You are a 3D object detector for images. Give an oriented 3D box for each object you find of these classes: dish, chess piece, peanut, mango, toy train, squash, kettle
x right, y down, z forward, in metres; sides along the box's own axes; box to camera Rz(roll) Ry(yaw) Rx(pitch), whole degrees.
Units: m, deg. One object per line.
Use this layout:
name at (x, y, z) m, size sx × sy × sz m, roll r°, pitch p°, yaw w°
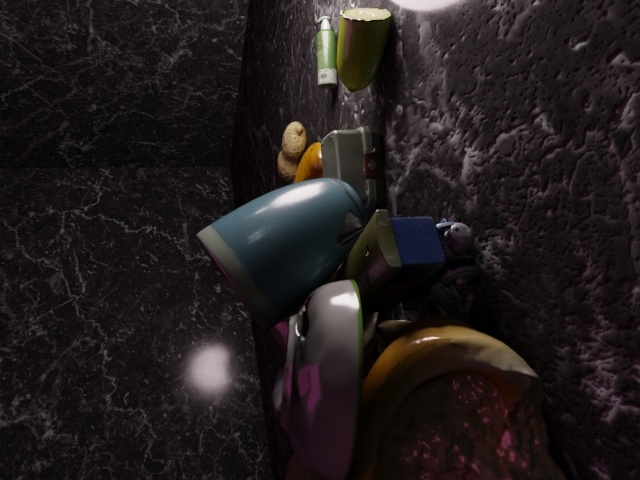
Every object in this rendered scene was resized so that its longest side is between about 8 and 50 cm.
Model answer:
dish at (-0.017, 0.223, 0.705) m, size 0.324 × 0.124 × 0.324 m, roll -175°, pitch 90°, yaw -86°
chess piece at (0.191, 0.339, 0.899) m, size 0.138 × 0.124 × 0.307 m, roll 0°, pitch 99°, yaw 38°
peanut at (-0.114, -0.348, 1.644) m, size 0.117 × 0.101 × 0.263 m, roll 51°, pitch 145°, yaw 27°
mango at (-0.008, -0.212, 1.341) m, size 0.295 × 0.120 × 0.177 m, roll 139°, pitch 133°, yaw -65°
toy train at (0.153, 0.059, 0.791) m, size 0.300 × 0.202 × 0.131 m, roll 116°, pitch 148°, yaw -58°
squash at (0.096, -0.450, 0.996) m, size 0.123 × 0.123 × 0.187 m, roll -116°, pitch 26°, yaw -48°
kettle at (-0.074, -0.020, 0.921) m, size 0.319 × 0.342 × 0.247 m, roll 34°, pitch 156°, yaw 49°

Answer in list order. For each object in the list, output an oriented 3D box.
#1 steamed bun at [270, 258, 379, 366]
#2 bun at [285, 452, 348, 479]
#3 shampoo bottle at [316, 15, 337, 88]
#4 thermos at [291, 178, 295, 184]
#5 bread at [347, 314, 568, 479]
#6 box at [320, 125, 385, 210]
steamed bun at (0.019, 0.166, 1.087) m, size 0.368 × 0.255 × 0.342 m, roll 60°, pitch -164°, yaw 15°
bun at (0.058, 0.727, 1.141) m, size 0.365 × 0.219 × 0.365 m, roll 51°, pitch 160°, yaw 26°
shampoo bottle at (0.017, -0.579, 1.276) m, size 0.065 × 0.065 × 0.204 m, roll -167°, pitch 74°, yaw -70°
thermos at (-0.063, -0.181, 1.590) m, size 0.073 × 0.083 × 0.188 m, roll -57°, pitch 34°, yaw 26°
bread at (0.220, 0.340, 0.689) m, size 0.245 × 0.329 × 0.424 m, roll -18°, pitch -73°, yaw -67°
box at (0.080, -0.179, 1.066) m, size 0.148 × 0.129 × 0.210 m, roll 173°, pitch 92°, yaw -72°
